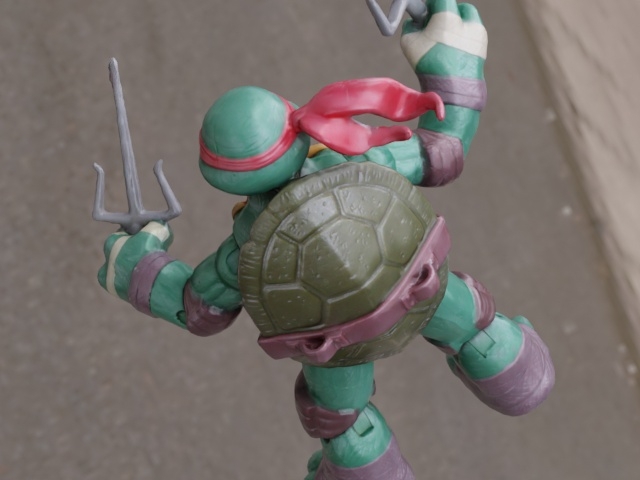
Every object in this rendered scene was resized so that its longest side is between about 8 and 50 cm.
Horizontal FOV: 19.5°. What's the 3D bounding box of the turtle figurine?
[{"bbox_3d":[0.000,0.000,0.699,0.118,0.175,0.234,-103,166,-51],"label":"turtle figurine"}]
